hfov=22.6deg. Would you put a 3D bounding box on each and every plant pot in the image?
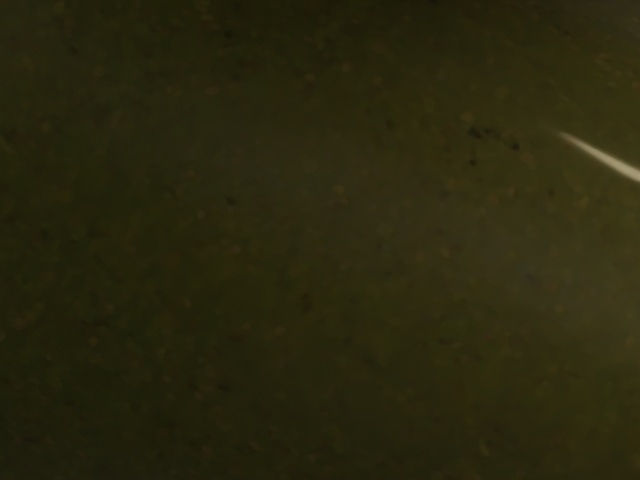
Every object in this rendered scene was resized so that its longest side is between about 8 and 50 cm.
[{"bbox_3d":[0.000,0.000,0.434,0.276,0.254,0.276,21,90,-81],"label":"plant pot"}]
